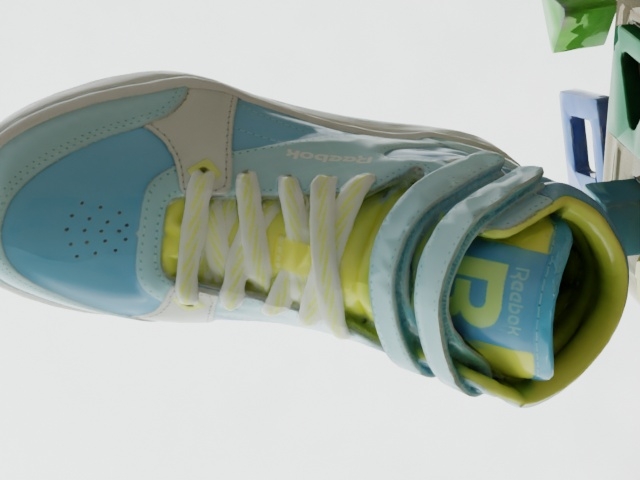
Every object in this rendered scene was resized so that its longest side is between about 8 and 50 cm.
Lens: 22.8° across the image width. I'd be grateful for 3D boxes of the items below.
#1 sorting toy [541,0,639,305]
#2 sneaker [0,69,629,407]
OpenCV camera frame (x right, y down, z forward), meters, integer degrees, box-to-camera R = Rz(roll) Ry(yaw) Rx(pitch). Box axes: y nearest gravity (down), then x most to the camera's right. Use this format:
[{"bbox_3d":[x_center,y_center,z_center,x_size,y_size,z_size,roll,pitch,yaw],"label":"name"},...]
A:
[{"bbox_3d":[0.172,-0.026,0.797,0.047,0.196,0.347,-10,-153,-11],"label":"sorting toy"},{"bbox_3d":[0.000,0.000,0.736,0.319,0.208,0.127,0,-75,-23],"label":"sneaker"}]
